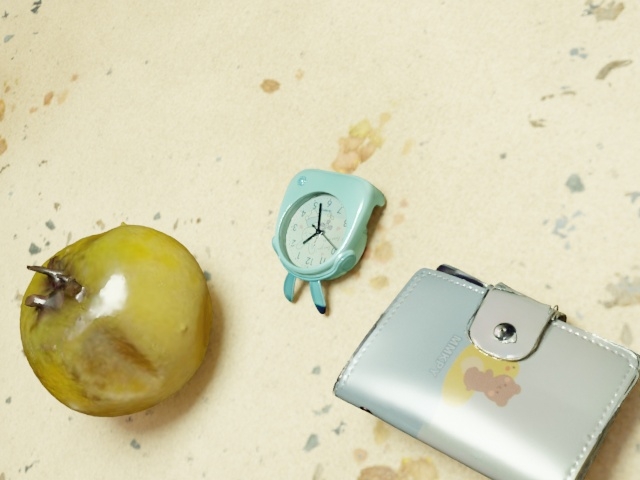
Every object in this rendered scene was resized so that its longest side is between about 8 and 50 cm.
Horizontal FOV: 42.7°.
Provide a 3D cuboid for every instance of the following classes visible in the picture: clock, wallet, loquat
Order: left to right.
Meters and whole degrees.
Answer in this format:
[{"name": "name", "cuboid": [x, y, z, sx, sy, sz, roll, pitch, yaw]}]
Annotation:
[{"name": "loquat", "cuboid": [-0.217, 0.085, 0.878, 0.213, 0.213, 0.213, -12, 66, 29]}, {"name": "clock", "cuboid": [-0.001, 0.000, 0.866, 0.108, 0.045, 0.147, 14, 81, 37]}, {"name": "wallet", "cuboid": [0.144, 0.119, 0.711, 0.231, 0.069, 0.170, 24, 68, 34]}]
